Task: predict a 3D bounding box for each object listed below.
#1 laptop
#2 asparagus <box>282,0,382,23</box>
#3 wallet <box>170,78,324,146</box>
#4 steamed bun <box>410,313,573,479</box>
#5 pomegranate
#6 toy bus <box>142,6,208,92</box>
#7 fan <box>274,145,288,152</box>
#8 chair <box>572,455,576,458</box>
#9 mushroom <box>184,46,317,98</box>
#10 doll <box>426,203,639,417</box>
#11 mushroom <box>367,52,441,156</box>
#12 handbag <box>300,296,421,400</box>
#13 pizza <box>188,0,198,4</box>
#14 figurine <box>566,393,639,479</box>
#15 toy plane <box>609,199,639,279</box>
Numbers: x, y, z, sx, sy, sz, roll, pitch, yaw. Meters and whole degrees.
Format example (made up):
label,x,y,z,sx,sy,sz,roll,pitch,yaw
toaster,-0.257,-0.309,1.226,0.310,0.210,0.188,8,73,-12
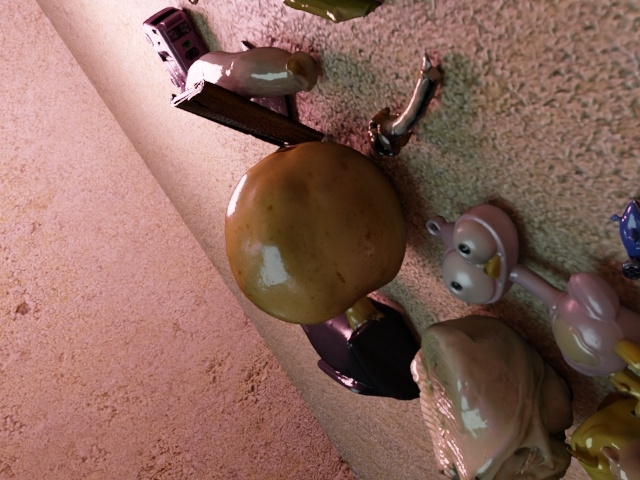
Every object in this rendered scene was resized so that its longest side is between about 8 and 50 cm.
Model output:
label,x,y,z,sx,sy,sz,roll,pitch,yaw
laptop,-0.096,-0.274,1.206,0.129,0.016,0.180,42,157,29
asparagus,0.014,-0.307,0.835,0.178,0.041,0.045,35,110,42
wallet,-0.126,-0.209,1.114,0.243,0.039,0.132,16,171,-36
steamed bun,0.275,0.243,0.990,0.268,0.207,0.280,102,155,-67
pomegranate,0.000,0.000,1.048,0.319,0.319,0.319,46,161,21
toy bus,-0.285,-0.392,1.341,0.098,0.087,0.178,22,148,54
fan,-0.030,-0.114,1.196,0.155,0.082,0.039,44,163,-29
chair,0.470,0.449,0.941,0.186,0.160,0.319,63,161,-14
mushroom,-0.133,-0.277,1.100,0.109,0.097,0.351,21,174,-36
doll,0.270,0.064,0.810,0.365,0.094,0.160,37,153,38
mushroom,0.114,-0.174,0.837,0.060,0.061,0.187,39,150,0
handbag,0.090,0.257,1.469,0.302,0.178,0.275,16,139,61
pizza,-0.276,-0.524,1.120,0.201,0.053,0.193,55,162,-5
figurine,0.398,0.272,0.795,0.156,0.131,0.246,13,-177,-7
toy plane,0.344,0.030,0.645,0.062,0.054,0.167,-14,114,43
